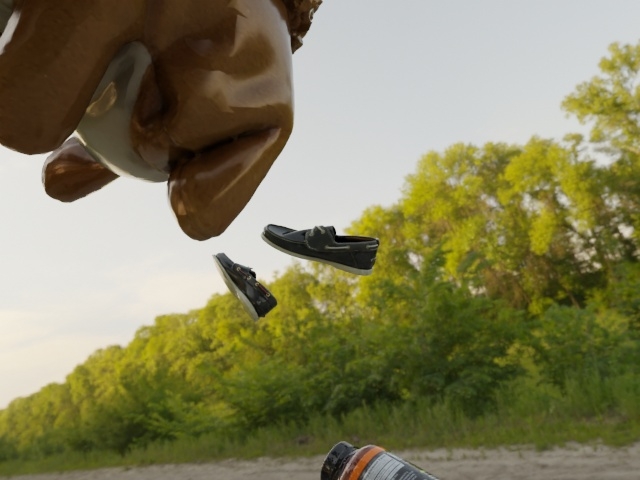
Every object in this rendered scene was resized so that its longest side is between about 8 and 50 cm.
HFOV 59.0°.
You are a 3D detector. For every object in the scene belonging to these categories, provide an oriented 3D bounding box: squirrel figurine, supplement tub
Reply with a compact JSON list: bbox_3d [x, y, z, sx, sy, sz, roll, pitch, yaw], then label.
[{"bbox_3d":[-0.172,-0.249,0.447,0.281,0.397,0.370,21,-22,44],"label":"squirrel figurine"},{"bbox_3d":[0.095,0.343,0.750,0.198,0.106,0.106,16,12,39],"label":"supplement tub"}]

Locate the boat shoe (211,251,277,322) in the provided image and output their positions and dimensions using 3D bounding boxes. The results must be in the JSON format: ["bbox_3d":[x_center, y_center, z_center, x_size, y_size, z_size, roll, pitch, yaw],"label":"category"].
[{"bbox_3d":[-0.106,0.057,0.774,0.042,0.133,0.049,-33,-40,-18],"label":"boat shoe"}]

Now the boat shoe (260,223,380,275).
[{"bbox_3d":[0.000,0.000,1.109,0.233,0.079,0.084,15,22,-3],"label":"boat shoe"}]
